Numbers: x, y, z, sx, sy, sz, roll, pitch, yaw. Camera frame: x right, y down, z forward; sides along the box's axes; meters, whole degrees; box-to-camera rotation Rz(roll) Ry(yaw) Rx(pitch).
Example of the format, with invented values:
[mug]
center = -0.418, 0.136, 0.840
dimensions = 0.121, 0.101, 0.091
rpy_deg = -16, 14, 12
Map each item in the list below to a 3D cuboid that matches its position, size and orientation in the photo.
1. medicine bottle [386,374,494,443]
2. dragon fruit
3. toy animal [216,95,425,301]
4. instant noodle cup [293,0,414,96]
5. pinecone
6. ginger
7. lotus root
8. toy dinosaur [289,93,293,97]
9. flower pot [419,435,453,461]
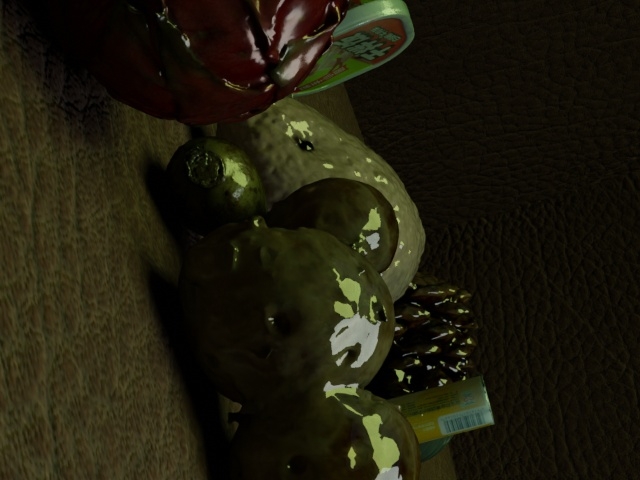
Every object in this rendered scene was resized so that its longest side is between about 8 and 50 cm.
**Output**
[medicine bottle]
center = 0.098, 0.221, 1.466
dimensions = 0.074, 0.218, 0.074
rpy_deg = -15, 90, -83
[dragon fruit]
center = -0.093, -0.212, 0.894
dimensions = 0.299, 0.244, 0.244
rpy_deg = 53, 21, -72
[toy animal]
center = 0.009, -0.019, 1.383
dimensions = 0.358, 0.188, 0.226
rpy_deg = 31, 30, -46
[instant noodle cup]
center = -0.018, -0.445, 2.060
dimensions = 0.294, 0.293, 0.308
rpy_deg = 39, 28, -78
[pinecone]
center = 0.089, 0.136, 1.602
dimensions = 0.243, 0.243, 0.257
rpy_deg = 65, 31, -52
[ginger]
center = -0.002, 0.124, 1.026
dimensions = 0.256, 0.176, 0.375
rpy_deg = 10, 70, -59
[lotus root]
center = -0.092, -0.043, 1.109
dimensions = 0.081, 0.089, 0.179
rpy_deg = -60, 165, -12
[toy dinosaur]
center = -0.059, -0.104, 1.621
dimensions = 0.162, 0.077, 0.294
rpy_deg = -97, -176, -75
[flower pot]
center = 0.122, 0.243, 1.867
dimensions = 0.243, 0.157, 0.189
rpy_deg = -86, 159, -74
